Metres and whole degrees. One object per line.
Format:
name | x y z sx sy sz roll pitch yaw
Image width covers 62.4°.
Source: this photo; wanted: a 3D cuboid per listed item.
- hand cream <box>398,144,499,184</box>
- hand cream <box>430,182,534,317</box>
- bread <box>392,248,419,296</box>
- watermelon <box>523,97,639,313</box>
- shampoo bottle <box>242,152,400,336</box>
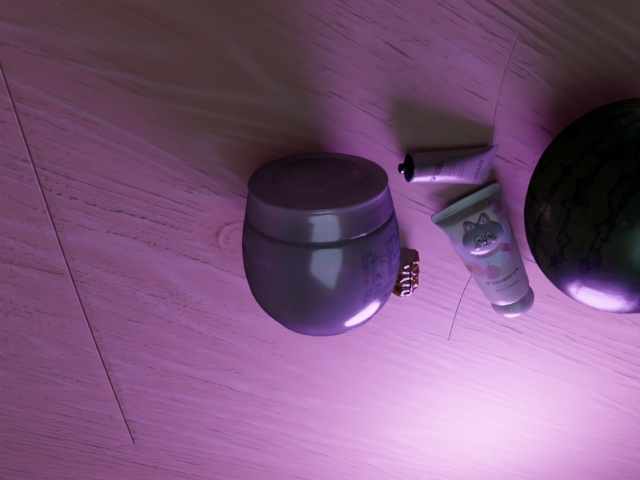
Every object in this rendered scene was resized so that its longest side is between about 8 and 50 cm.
hand cream | 0.232 -0.135 0.972 0.186 0.054 0.087 -4 131 -12
hand cream | 0.354 0.031 1.096 0.147 0.093 0.306 -28 116 13
bread | 0.176 0.073 1.118 0.066 0.060 0.110 -26 133 -24
watermelon | 0.512 -0.056 0.876 0.362 0.363 0.364 -3 127 -4
shampoo bottle | 0.000 0.000 0.908 0.272 0.273 0.267 -6 119 -2
